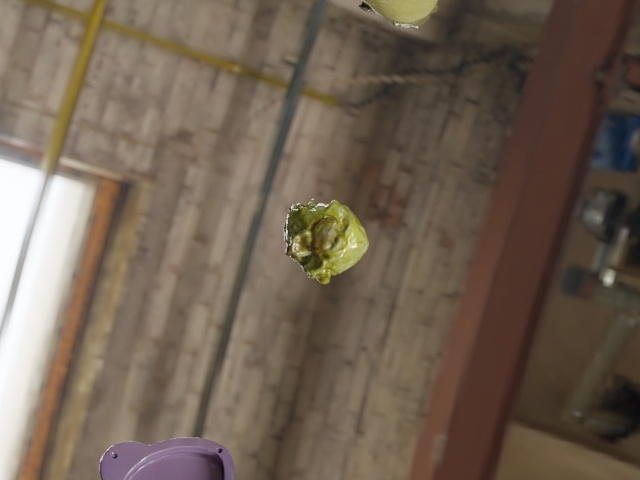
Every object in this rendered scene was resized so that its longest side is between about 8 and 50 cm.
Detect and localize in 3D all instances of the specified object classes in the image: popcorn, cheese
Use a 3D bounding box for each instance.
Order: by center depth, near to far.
[{"bbox_3d":[0.045,-0.150,1.036,0.041,0.084,0.060,58,-33,24],"label":"cheese"},{"bbox_3d":[0.002,0.003,1.440,0.083,0.068,0.059,130,-24,-68],"label":"popcorn"}]

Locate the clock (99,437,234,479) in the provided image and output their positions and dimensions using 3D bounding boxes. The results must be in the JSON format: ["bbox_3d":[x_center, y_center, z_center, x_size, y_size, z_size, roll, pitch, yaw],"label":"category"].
[{"bbox_3d":[-0.127,0.234,1.458,0.050,0.110,0.152,103,-7,-60],"label":"clock"}]
